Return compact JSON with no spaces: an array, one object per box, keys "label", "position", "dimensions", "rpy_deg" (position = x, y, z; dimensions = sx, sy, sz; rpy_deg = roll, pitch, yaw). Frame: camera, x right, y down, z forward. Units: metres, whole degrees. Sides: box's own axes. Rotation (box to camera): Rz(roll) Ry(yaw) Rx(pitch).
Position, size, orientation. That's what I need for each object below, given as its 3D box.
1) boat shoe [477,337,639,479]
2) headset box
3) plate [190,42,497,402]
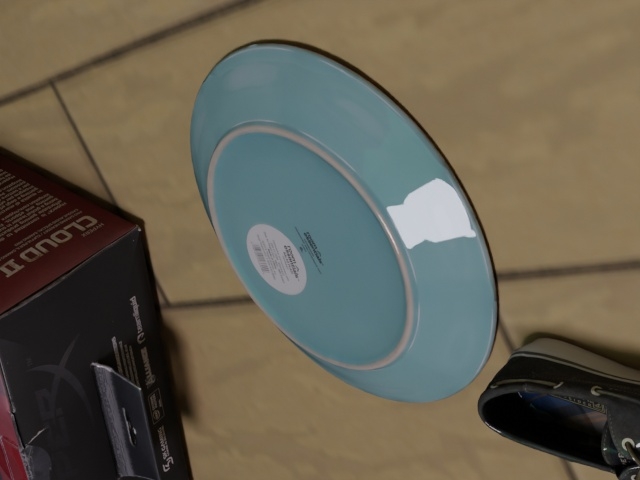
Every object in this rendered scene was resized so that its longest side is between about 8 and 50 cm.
[{"label":"boat shoe","position":[0.124,0.076,0.589],"dimensions":[0.142,0.040,0.049],"rpy_deg":[14,129,44]},{"label":"headset box","position":[-0.206,0.061,0.915],"dimensions":[0.293,0.110,0.218],"rpy_deg":[25,137,36]},{"label":"plate","position":[0.000,0.000,0.690],"dimensions":[0.188,0.024,0.188],"rpy_deg":[30,140,30]}]
